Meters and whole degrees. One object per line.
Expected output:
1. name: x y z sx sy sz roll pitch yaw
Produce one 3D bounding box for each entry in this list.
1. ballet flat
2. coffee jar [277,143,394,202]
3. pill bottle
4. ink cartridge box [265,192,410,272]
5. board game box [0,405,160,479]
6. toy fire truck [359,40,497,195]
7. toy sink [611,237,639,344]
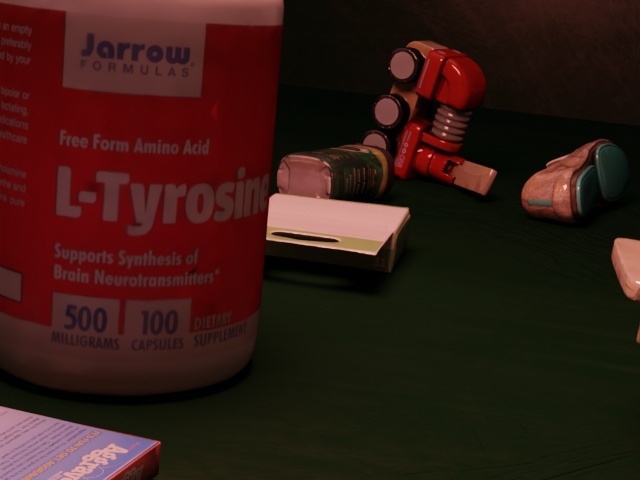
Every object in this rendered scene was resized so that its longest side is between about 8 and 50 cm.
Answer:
1. ballet flat: 0.380 -0.092 1.805 0.106 0.108 0.316 -3 7 29
2. coffee jar: 0.026 -0.091 1.692 0.096 0.079 0.184 10 14 33
3. pill bottle: -0.148 -0.104 0.936 0.229 0.408 0.229 5 13 -1
4. ink cartridge box: 0.000 0.000 1.340 0.171 0.056 0.235 7 16 11
5. board game box: -0.215 0.153 0.647 0.145 0.027 0.281 8 13 19
6. toy fire truck: 0.203 -0.178 1.893 0.246 0.217 0.158 28 22 24
7. toy sink: 0.324 0.096 0.884 0.234 0.131 0.153 12 13 6
